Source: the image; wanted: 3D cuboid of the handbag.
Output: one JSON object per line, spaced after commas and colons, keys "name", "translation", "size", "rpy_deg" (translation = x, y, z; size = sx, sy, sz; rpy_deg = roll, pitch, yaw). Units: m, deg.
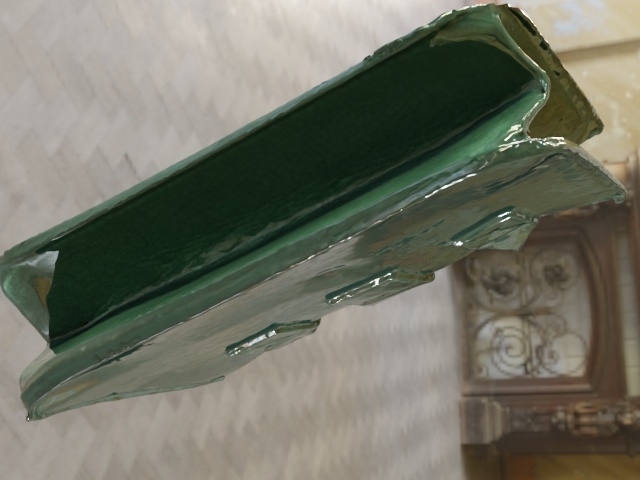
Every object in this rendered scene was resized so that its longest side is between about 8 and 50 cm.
{"name": "handbag", "translation": [-0.001, -0.001, 0.533], "size": [0.238, 0.326, 0.089], "rpy_deg": [12, 53, -63]}
